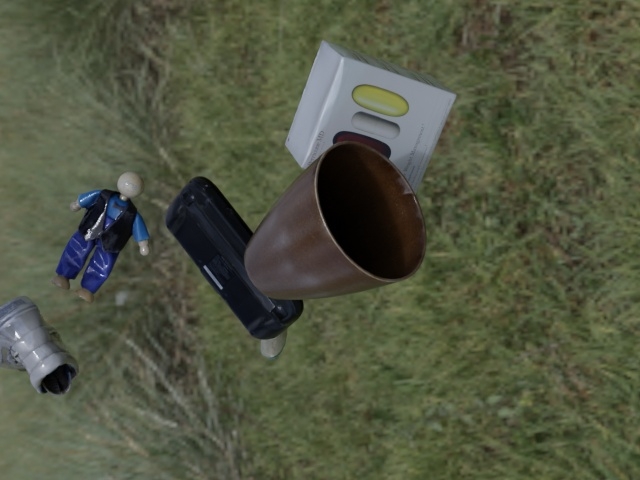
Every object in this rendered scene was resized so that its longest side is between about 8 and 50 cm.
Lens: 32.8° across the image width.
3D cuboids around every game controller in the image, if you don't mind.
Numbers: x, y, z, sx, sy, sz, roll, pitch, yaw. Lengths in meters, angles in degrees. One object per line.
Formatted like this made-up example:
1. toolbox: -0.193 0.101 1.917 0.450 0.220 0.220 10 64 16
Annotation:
1. game controller: -0.161 0.036 1.979 0.319 0.067 0.166 52 145 5

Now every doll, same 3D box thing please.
1. doll: -0.296 -0.010 1.511 0.189 0.129 0.046 -62 3 4

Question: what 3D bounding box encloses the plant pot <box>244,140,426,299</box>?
1. plant pot: 0.000 0.000 1.602 0.230 0.215 0.215 -30 65 41

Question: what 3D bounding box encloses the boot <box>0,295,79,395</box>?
1. boot: -0.401 0.172 1.533 0.123 0.095 0.258 52 163 10

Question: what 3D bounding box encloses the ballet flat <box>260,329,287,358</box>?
1. ballet flat: -0.093 0.167 2.181 0.168 0.057 0.052 -75 -34 -52

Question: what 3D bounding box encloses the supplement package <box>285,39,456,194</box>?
1. supplement package: 0.078 -0.197 1.781 0.149 0.203 0.194 -121 49 -66
